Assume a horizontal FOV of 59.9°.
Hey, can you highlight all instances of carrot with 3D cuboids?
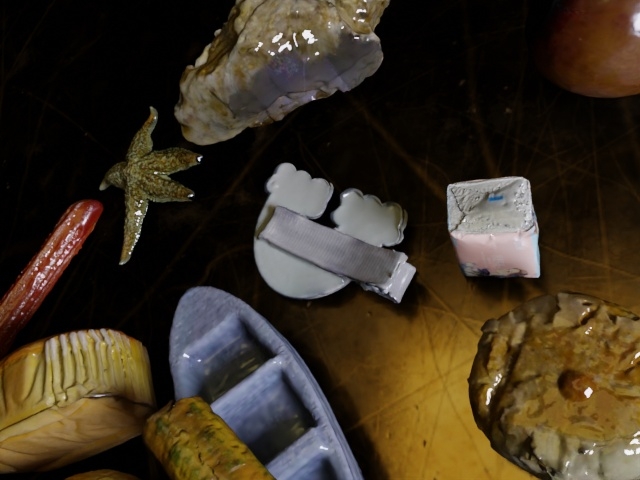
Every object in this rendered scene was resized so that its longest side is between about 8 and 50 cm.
[{"bbox_3d":[-0.035,0.210,0.395,0.260,0.070,0.070,39,85,27],"label":"carrot"}]

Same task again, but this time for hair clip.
[{"bbox_3d":[0.000,0.000,0.584,0.220,0.054,0.140,23,81,36],"label":"hair clip"}]

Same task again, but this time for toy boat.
[{"bbox_3d":[-0.062,0.155,0.515,0.127,0.078,0.283,-39,55,4],"label":"toy boat"}]

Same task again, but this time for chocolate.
[{"bbox_3d":[0.277,-0.204,0.501,0.177,0.177,0.176,-11,61,21],"label":"chocolate"}]

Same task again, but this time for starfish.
[{"bbox_3d":[-0.233,-0.075,0.721,0.223,0.050,0.217,0,83,43],"label":"starfish"}]

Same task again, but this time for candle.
[{"bbox_3d":[-0.397,0.079,0.737,0.051,0.048,0.329,27,78,21],"label":"candle"}]

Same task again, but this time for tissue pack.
[{"bbox_3d":[0.152,-0.009,0.485,0.074,0.094,0.058,-3,63,23],"label":"tissue pack"}]

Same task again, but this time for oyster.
[{"bbox_3d":[-0.029,-0.228,0.667,0.341,0.166,0.110,-24,52,-2],"label":"oyster"}]

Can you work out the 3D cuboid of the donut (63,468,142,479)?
[{"bbox_3d":[-0.221,0.283,0.491,0.078,0.146,0.181,23,80,50],"label":"donut"}]

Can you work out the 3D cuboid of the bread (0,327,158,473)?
[{"bbox_3d":[-0.269,0.163,0.579,0.190,0.132,0.114,-29,55,7],"label":"bread"}]

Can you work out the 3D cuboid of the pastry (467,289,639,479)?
[{"bbox_3d":[0.188,0.110,0.416,0.153,0.081,0.153,-19,49,24],"label":"pastry"}]
